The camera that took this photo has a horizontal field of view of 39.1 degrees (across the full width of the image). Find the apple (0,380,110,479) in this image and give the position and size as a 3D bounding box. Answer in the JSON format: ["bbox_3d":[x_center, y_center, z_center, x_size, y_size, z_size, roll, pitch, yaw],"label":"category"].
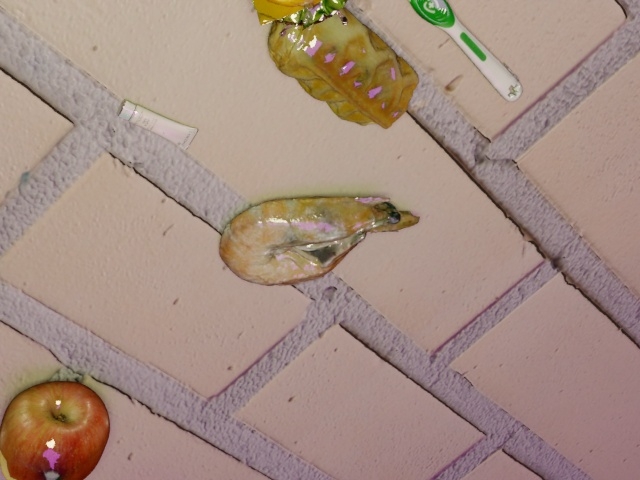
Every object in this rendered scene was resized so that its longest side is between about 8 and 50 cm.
[{"bbox_3d":[-0.431,0.321,1.444,0.199,0.199,0.199,-7,124,-10],"label":"apple"}]

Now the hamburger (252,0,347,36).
[{"bbox_3d":[-0.024,-0.354,1.129,0.164,0.093,0.190,-8,90,15],"label":"hamburger"}]

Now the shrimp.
[{"bbox_3d":[0.000,0.000,1.408,0.317,0.077,0.168,-5,133,-6],"label":"shrimp"}]

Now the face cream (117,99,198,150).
[{"bbox_3d":[-0.229,-0.164,1.269,0.115,0.020,0.038,23,113,-29],"label":"face cream"}]

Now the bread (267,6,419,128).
[{"bbox_3d":[0.031,-0.239,1.251,0.128,0.088,0.232,-40,128,22],"label":"bread"}]

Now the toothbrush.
[{"bbox_3d":[0.158,-0.323,1.258,0.418,0.040,0.042,36,95,-35],"label":"toothbrush"}]
